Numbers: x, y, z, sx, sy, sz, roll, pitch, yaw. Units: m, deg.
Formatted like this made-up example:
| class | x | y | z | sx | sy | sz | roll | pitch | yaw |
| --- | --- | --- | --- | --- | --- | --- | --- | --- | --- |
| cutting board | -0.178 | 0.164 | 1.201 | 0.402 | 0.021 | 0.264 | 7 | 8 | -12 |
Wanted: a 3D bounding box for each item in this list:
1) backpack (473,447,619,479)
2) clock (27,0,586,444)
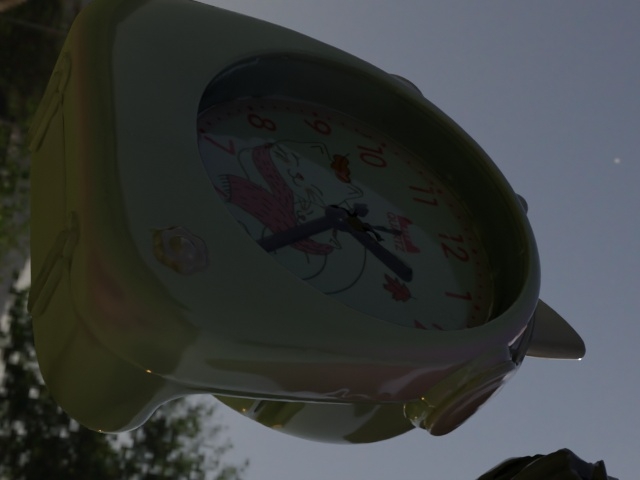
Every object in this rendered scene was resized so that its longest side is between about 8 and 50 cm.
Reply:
| class | x | y | z | sx | sy | sz | roll | pitch | yaw |
| --- | --- | --- | --- | --- | --- | --- | --- | --- | --- |
| backpack | 0.122 | 0.243 | 0.781 | 0.258 | 0.133 | 0.206 | -54 | -157 | 37 |
| clock | 0.000 | 0.000 | 0.676 | 0.108 | 0.324 | 0.265 | -55 | -147 | 37 |
